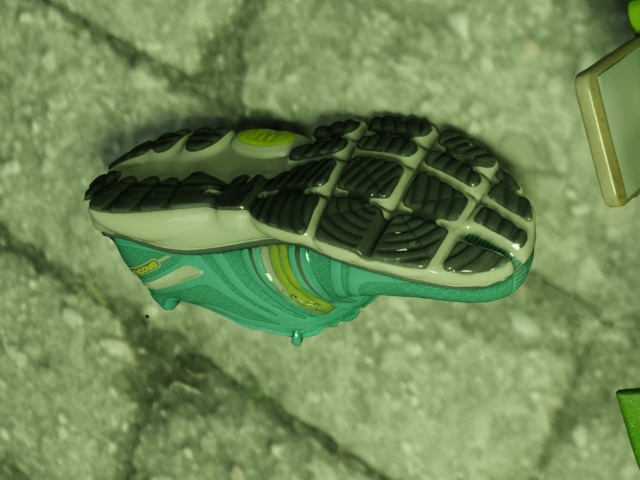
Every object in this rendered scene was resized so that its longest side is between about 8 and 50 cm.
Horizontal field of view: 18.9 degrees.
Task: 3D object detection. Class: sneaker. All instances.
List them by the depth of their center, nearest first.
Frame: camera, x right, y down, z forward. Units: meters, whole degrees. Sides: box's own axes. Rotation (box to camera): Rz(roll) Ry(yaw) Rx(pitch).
[{"bbox_3d":[0.000,0.000,1.041,0.275,0.107,0.110,5,132,37],"label":"sneaker"}]

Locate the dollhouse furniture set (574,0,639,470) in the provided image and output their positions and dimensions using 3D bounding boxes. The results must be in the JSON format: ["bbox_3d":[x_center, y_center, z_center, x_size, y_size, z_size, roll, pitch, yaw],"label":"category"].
[{"bbox_3d":[0.272,-0.027,0.794,0.301,0.151,0.197,-7,106,35],"label":"dollhouse furniture set"}]
